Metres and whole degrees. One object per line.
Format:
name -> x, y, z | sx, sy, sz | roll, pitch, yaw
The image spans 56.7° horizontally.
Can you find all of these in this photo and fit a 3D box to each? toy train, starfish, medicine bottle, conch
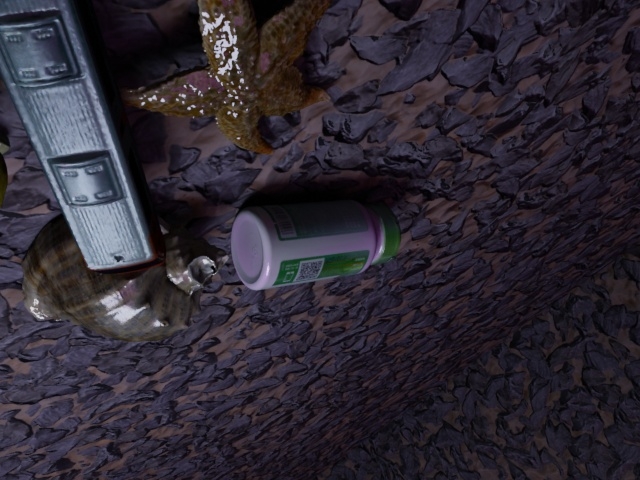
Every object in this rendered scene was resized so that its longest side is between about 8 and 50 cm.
toy train -> -0.236, -0.102, 0.588 | 0.086, 0.089, 0.409 | -8, 132, -5
starfish -> -0.092, -0.197, 0.661 | 0.327, 0.094, 0.375 | -20, 153, -20
medicine bottle -> 0.000, 0.000, 0.985 | 0.274, 0.133, 0.133 | -7, 143, -32
conch -> -0.272, 0.065, 0.828 | 0.291, 0.159, 0.210 | -24, 150, -5

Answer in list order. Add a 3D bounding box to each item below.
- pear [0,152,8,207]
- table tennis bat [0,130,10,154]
pear -> -0.386, -0.061, 0.522 | 0.200, 0.200, 0.200 | -21, 148, -14
table tennis bat -> -0.448, -0.048, 0.656 | 0.246, 0.022, 0.138 | -31, 150, 7
